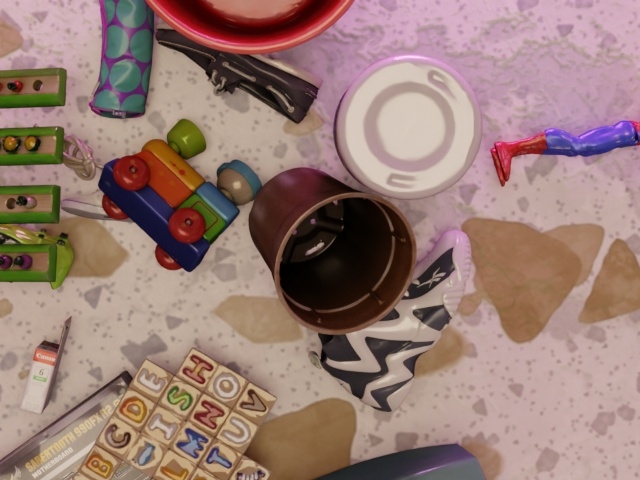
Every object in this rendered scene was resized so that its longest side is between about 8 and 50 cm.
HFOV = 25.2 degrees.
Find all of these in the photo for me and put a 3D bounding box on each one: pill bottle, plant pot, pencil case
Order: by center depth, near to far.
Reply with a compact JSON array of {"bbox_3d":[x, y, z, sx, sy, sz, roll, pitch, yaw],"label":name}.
[{"bbox_3d":[-0.076,-0.336,1.584,0.275,0.243,0.274,0,94,0],"label":"plant pot"},{"bbox_3d":[0.090,-0.123,1.586,0.152,0.272,0.152,0,94,0],"label":"pill bottle"},{"bbox_3d":[0.000,0.000,1.631,0.167,0.165,0.167,-8,112,-20],"label":"plant pot"},{"bbox_3d":[0.088,0.339,1.678,0.234,0.166,0.165,-24,94,-5],"label":"plant pot"},{"bbox_3d":[-0.233,-0.219,1.680,0.070,0.064,0.151,4,94,-27],"label":"pencil case"}]

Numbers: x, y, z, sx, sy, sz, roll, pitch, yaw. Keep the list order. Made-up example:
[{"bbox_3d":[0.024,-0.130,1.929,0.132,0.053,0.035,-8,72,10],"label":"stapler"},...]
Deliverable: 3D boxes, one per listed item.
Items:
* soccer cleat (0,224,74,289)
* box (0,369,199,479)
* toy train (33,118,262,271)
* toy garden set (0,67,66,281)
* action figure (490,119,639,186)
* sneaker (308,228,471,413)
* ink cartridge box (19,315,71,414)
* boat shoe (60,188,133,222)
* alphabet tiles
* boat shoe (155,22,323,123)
[{"bbox_3d":[-0.382,0.007,1.700,0.179,0.060,0.072,19,106,-2],"label":"soccer cleat"},{"bbox_3d":[-0.275,0.297,1.720,0.231,0.056,0.183,-36,93,1],"label":"box"},{"bbox_3d":[-0.195,-0.094,1.670,0.248,0.105,0.143,43,61,4],"label":"toy train"},{"bbox_3d":[-0.396,-0.076,1.634,0.204,0.049,0.244,0,84,19],"label":"toy garden set"},{"bbox_3d":[0.355,-0.087,1.684,0.280,0.091,0.139,-17,88,2],"label":"action figure"},{"bbox_3d":[0.068,0.072,1.688,0.153,0.094,0.235,26,104,-11],"label":"sneaker"},{"bbox_3d":[-0.327,0.145,1.705,0.029,0.063,0.115,15,93,-4],"label":"ink cartridge box"},{"bbox_3d":[-0.259,-0.045,1.710,0.100,0.035,0.035,6,74,0],"label":"boat shoe"},{"bbox_3d":[-0.162,0.256,1.687,0.198,0.009,0.237,31,92,-3],"label":"alphabet tiles"},{"bbox_3d":[-0.102,-0.197,1.679,0.206,0.075,0.065,20,91,-7],"label":"boat shoe"}]
